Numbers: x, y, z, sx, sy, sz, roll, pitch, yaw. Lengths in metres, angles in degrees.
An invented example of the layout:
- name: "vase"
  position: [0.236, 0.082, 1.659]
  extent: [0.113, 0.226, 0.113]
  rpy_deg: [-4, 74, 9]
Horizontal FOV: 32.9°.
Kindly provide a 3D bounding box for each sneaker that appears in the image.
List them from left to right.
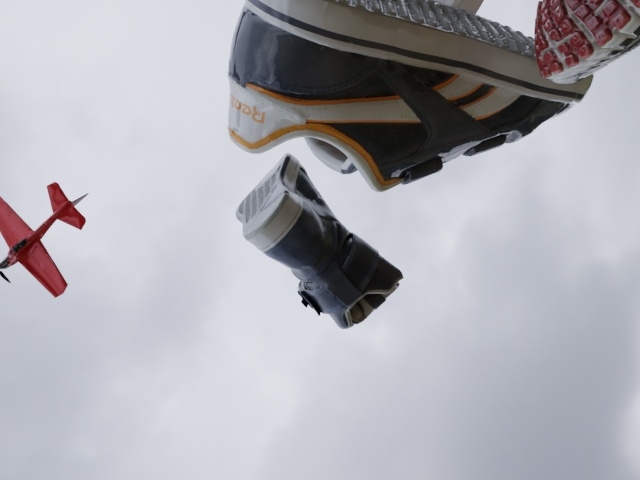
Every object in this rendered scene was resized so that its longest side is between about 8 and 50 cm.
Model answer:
- name: "sneaker"
  position: [-0.001, 0.002, 1.102]
  extent: [0.163, 0.086, 0.226]
  rpy_deg: [39, -166, -15]
- name: "sneaker"
  position: [0.064, -0.110, 0.795]
  extent: [0.321, 0.126, 0.128]
  rpy_deg: [4, -63, -39]
- name: "sneaker"
  position: [0.222, -0.157, 0.651]
  extent: [0.092, 0.225, 0.088]
  rpy_deg: [22, -126, -33]

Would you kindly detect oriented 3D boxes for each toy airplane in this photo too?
- name: "toy airplane"
  position: [-0.340, -0.007, 1.312]
  extent: [0.028, 0.151, 0.151]
  rpy_deg: [20, -113, -79]

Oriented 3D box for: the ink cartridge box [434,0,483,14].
- name: "ink cartridge box"
  position: [0.071, -0.281, 1.136]
  extent: [0.115, 0.198, 0.067]
  rpy_deg: [-58, -24, -6]
